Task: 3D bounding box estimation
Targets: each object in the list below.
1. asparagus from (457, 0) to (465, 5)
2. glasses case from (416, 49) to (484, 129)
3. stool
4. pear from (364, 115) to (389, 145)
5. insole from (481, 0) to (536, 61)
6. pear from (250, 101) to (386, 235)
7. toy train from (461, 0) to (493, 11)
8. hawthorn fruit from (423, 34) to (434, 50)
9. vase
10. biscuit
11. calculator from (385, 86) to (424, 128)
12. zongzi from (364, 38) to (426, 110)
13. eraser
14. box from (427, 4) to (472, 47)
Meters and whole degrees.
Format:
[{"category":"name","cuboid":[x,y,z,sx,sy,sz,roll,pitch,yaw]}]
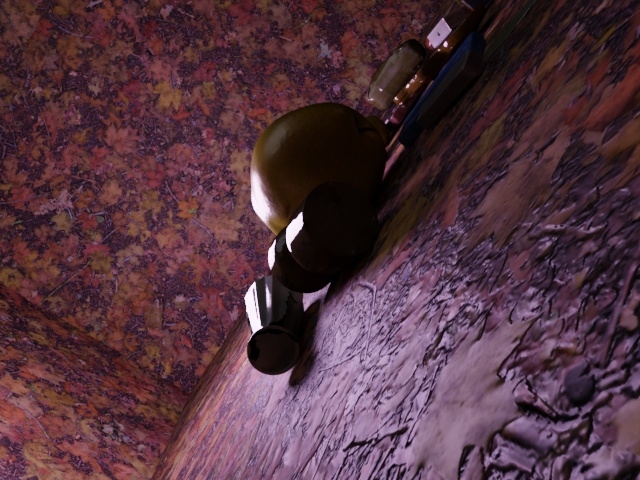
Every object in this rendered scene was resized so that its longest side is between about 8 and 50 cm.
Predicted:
[{"category":"asparagus","cuboid":[0.468,-0.788,1.832,0.080,0.080,0.287,-55,-19,25]},{"category":"glasses case","cuboid":[0.298,-0.344,1.330,0.205,0.047,0.070,-48,16,57]},{"category":"stool","cuboid":[0.000,0.000,1.326,0.179,0.179,0.264,-61,7,-31]},{"category":"pear","cuboid":[0.193,-0.375,2.034,0.104,0.140,0.141,-12,23,16]},{"category":"insole","cuboid":[0.431,-0.488,1.208,0.322,0.007,0.109,-51,9,52]},{"category":"pear","cuboid":[-0.016,-0.183,1.566,0.418,0.362,0.362,-46,11,37]},{"category":"toy train","cuboid":[0.553,-0.832,1.612,0.409,0.086,0.089,-52,7,45]},{"category":"hawthorn fruit","cuboid":[0.478,-0.840,2.405,0.066,0.067,0.103,-59,18,-13]},{"category":"vase","cuboid":[-0.111,0.199,1.396,0.165,0.165,0.360,-57,11,8]},{"category":"biscuit","cuboid":[0.368,-0.543,1.706,0.283,0.064,0.432,-49,5,-20]},{"category":"calculator","cuboid":[0.304,-0.496,2.098,0.220,0.048,0.329,-58,4,8]},{"category":"zongzi","cuboid":[0.361,-0.773,2.607,0.323,0.160,0.360,-48,3,29]},{"category":"eraser","cuboid":[0.310,-0.390,1.492,0.311,0.043,0.144,-52,8,40]},{"category":"box","cuboid":[0.427,-0.689,1.831,0.130,0.051,0.129,-32,1,-13]}]
